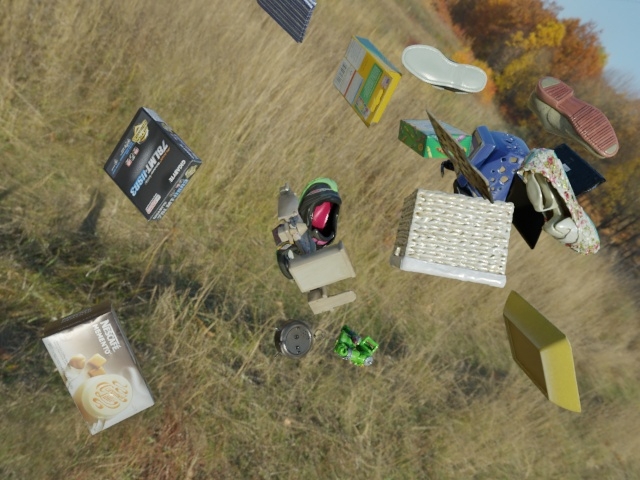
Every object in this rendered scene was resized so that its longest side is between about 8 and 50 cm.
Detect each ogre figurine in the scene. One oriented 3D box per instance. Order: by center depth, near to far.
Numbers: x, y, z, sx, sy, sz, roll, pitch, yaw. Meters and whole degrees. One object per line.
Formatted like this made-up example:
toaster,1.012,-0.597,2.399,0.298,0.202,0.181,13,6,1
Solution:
ogre figurine,0.107,0.324,1.339,0.118,0.097,0.197,29,-10,4

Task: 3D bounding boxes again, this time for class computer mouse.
computer mouse,0.578,-0.228,1.835,0.184,0.060,0.262,27,56,-24

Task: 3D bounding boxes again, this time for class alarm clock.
alarm clock,-0.069,0.331,1.481,0.191,0.064,0.130,-3,89,-33

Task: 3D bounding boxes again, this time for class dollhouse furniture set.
dollhouse furniture set,0.000,0.000,1.425,0.356,0.173,0.303,-96,164,-53

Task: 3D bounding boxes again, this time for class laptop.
laptop,0.734,-0.143,1.412,0.136,0.264,0.234,45,22,-35

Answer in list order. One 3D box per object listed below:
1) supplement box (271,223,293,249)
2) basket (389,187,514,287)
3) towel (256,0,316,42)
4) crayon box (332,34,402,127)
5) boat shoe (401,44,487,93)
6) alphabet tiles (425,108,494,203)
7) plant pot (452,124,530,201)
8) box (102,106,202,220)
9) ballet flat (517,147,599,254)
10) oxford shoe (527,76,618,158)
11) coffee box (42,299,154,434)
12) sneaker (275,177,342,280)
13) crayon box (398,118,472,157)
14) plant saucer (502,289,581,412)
supplement box,-0.143,-0.013,1.650,0.043,0.055,0.084,4,60,-45
basket,0.421,-0.008,1.468,0.330,0.267,0.328,8,0,3
towel,-0.132,-0.866,1.590,0.243,0.040,0.336,41,-4,-10
crayon box,0.179,-0.591,1.642,0.083,0.203,0.323,-2,47,-32
boat shoe,0.407,-0.568,1.487,0.302,0.115,0.091,21,8,-8
alphabet tiles,0.347,-0.197,1.078,0.198,0.009,0.237,39,19,-55
plant pot,0.665,-0.305,1.735,0.211,0.236,0.236,24,36,-9
box,-0.615,-0.274,1.591,0.293,0.295,0.073,47,19,12
ballet flat,0.450,-0.062,0.846,0.077,0.091,0.241,-33,95,-19
oxford shoe,0.974,-0.457,1.705,0.140,0.147,0.397,-26,70,-16
coffee box,-0.487,0.277,0.974,0.098,0.141,0.247,19,-53,62
sneaker,-0.051,-0.023,1.820,0.185,0.483,0.202,8,28,-27
crayon box,0.405,-0.373,1.589,0.165,0.081,0.278,-2,26,-10
plant saucer,0.758,0.393,1.549,0.333,0.080,0.333,-110,178,-67
